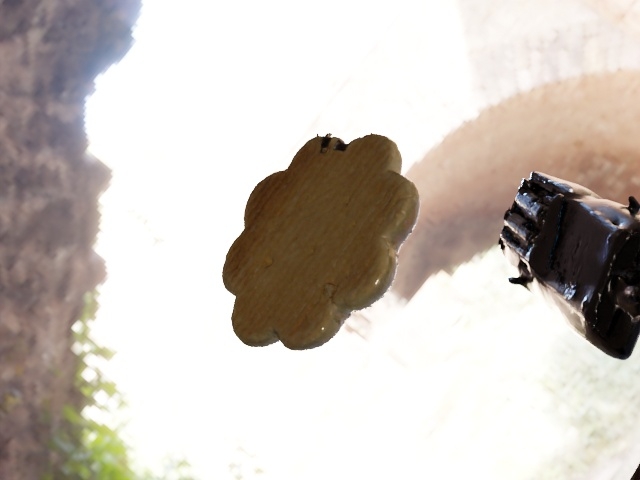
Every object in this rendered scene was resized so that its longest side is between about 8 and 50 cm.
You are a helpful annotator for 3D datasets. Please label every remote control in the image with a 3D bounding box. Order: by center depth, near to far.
[{"bbox_3d":[0.256,0.007,1.382,0.399,0.062,0.145,-122,51,-79],"label":"remote control"}]

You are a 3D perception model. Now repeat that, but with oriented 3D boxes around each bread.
[{"bbox_3d":[0.000,0.000,1.654,0.054,0.316,0.316,36,-85,-39],"label":"bread"}]

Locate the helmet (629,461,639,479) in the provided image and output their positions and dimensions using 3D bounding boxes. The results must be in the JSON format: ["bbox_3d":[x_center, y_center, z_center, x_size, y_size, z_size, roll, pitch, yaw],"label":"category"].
[{"bbox_3d":[0.275,0.198,0.862,0.106,0.155,0.175,50,-124,-82],"label":"helmet"}]
